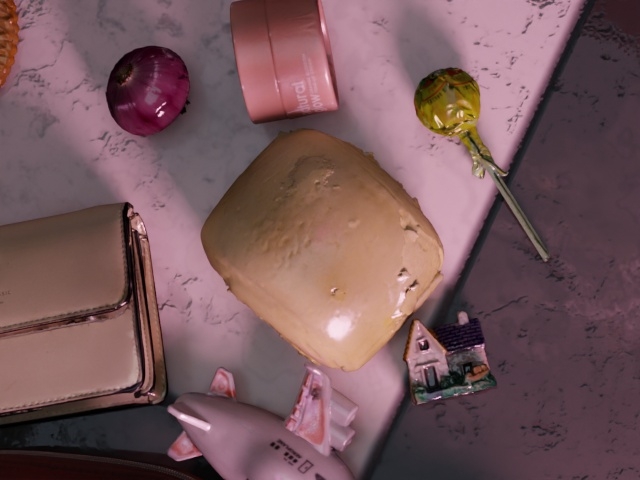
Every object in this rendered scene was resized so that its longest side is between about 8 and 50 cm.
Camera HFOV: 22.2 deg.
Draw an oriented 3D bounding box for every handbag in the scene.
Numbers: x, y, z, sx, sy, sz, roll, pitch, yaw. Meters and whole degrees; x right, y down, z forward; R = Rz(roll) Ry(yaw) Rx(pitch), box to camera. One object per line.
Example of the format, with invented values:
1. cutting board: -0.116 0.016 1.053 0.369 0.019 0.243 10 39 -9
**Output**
1. handbag: -0.376 0.097 1.923 0.358 0.160 0.237 -10 75 6

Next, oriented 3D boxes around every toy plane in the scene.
1. toy plane: -0.065 0.254 1.886 0.252 0.118 0.252 0 89 10

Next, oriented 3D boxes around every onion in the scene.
1. onion: -0.204 -0.180 1.969 0.115 0.104 0.115 -25 55 41

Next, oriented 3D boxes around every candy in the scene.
1. candy: 0.199 -0.087 1.931 0.077 0.073 0.262 -33 88 21

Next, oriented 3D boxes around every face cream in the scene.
1. face cream: -0.041 -0.218 1.921 0.104 0.149 0.149 -10 83 5

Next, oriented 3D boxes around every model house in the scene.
1. model house: 0.146 0.133 1.892 0.100 0.088 0.100 -12 84 1

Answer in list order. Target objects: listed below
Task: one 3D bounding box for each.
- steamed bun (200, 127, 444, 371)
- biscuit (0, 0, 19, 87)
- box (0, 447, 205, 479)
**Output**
1. steamed bun: 0.000 0.000 1.884 0.232 0.166 0.273 -45 82 2
2. biscuit: -0.497 -0.258 2.036 0.254 0.035 0.254 -1 84 8
3. box: -0.280 0.372 1.865 0.404 0.108 0.263 4 101 16
